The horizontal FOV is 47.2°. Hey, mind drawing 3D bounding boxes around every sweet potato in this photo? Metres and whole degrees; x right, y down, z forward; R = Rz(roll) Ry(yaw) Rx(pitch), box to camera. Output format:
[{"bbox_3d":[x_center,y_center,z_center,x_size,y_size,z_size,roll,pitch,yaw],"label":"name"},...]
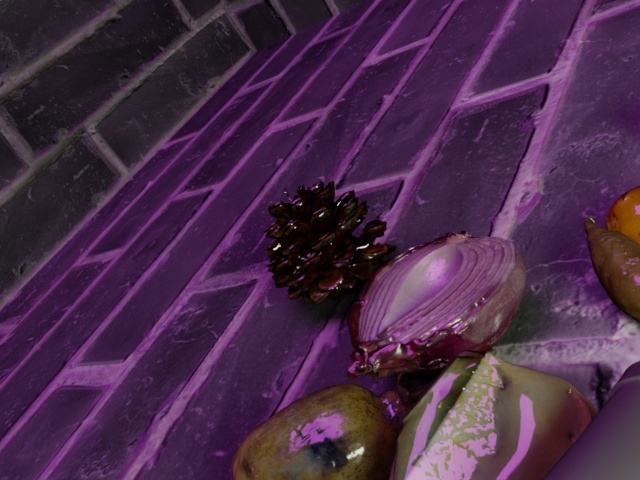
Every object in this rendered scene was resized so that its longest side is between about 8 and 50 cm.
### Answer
[{"bbox_3d":[0.372,0.062,0.816,0.075,0.074,0.269,-34,35,2],"label":"sweet potato"}]

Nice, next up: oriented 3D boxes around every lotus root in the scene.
[{"bbox_3d":[0.024,0.240,0.825,0.278,0.154,0.154,-30,25,7],"label":"lotus root"}]

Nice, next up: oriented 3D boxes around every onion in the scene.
[{"bbox_3d":[0.137,0.109,0.943,0.283,0.120,0.227,-41,22,-32],"label":"onion"}]

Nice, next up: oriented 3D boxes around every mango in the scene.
[{"bbox_3d":[0.433,-0.038,0.898,0.159,0.084,0.105,-31,31,8],"label":"mango"}]

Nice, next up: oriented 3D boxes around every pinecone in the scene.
[{"bbox_3d":[0.000,0.000,1.223,0.222,0.221,0.221,-28,26,15],"label":"pinecone"}]

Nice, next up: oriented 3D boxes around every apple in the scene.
[{"bbox_3d":[0.160,0.208,0.694,0.207,0.174,0.188,6,66,51],"label":"apple"}]

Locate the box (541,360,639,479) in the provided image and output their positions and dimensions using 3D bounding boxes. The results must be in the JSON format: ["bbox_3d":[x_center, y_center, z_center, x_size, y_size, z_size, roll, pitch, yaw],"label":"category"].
[{"bbox_3d":[0.262,0.210,0.492,0.149,0.226,0.226,-43,26,-18],"label":"box"}]
